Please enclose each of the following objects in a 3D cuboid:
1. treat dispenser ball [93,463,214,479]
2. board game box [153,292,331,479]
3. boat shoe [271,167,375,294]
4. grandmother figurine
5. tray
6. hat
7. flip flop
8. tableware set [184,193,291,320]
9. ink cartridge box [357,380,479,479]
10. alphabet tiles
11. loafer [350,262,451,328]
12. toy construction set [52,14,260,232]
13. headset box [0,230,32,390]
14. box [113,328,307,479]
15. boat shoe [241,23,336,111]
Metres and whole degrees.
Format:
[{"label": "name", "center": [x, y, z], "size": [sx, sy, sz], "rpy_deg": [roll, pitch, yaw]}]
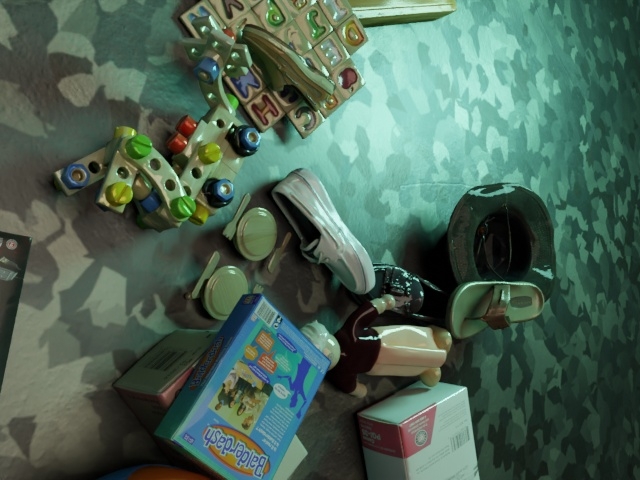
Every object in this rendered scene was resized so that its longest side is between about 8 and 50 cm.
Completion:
[{"label": "treat dispenser ball", "center": [-0.202, 0.411, 0.682], "size": [0.288, 0.288, 0.288], "rpy_deg": [6, 81, -41]}, {"label": "board game box", "center": [-0.090, 0.199, 0.765], "size": [0.160, 0.047, 0.210], "rpy_deg": [49, 54, -27]}, {"label": "boat shoe", "center": [0.000, 0.000, 1.047], "size": [0.084, 0.095, 0.258], "rpy_deg": [-40, 101, -32]}, {"label": "grandmother figurine", "center": [0.087, 0.196, 1.068], "size": [0.342, 0.104, 0.208], "rpy_deg": [7, 96, -35]}, {"label": "tray", "center": [0.120, -0.553, 1.217], "size": [0.411, 0.076, 0.203], "rpy_deg": [-23, 100, -40]}, {"label": "hat", "center": [0.381, 0.027, 1.343], "size": [0.331, 0.134, 0.331], "rpy_deg": [4, 81, -28]}, {"label": "flip flop", "center": [0.366, 0.138, 1.208], "size": [0.277, 0.080, 0.112], "rpy_deg": [-3, 93, -28]}, {"label": "tableware set", "center": [-0.135, 0.034, 0.951], "size": [0.128, 0.039, 0.194], "rpy_deg": [45, 63, -42]}, {"label": "ink cartridge box", "center": [0.197, 0.439, 1.136], "size": [0.207, 0.117, 0.283], "rpy_deg": [-13, 96, -41]}, {"label": "alphabet tiles", "center": [-0.066, -0.364, 1.022], "size": [0.285, 0.011, 0.342], "rpy_deg": [-45, 115, -18]}, {"label": "loafer", "center": [0.192, 0.111, 1.189], "size": [0.302, 0.095, 0.109], "rpy_deg": [22, 70, -38]}, {"label": "toy construction set", "center": [-0.200, -0.149, 0.852], "size": [0.215, 0.151, 0.328], "rpy_deg": [40, 72, -31]}, {"label": "headset box", "center": [-0.452, 0.120, 0.612], "size": [0.218, 0.110, 0.293], "rpy_deg": [17, 74, -39]}, {"label": "box", "center": [-0.153, 0.253, 0.834], "size": [0.127, 0.148, 0.232], "rpy_deg": [-43, 112, -37]}, {"label": "boat shoe", "center": [-0.060, -0.283, 0.995], "size": [0.190, 0.068, 0.072], "rpy_deg": [31, 97, -27]}]
